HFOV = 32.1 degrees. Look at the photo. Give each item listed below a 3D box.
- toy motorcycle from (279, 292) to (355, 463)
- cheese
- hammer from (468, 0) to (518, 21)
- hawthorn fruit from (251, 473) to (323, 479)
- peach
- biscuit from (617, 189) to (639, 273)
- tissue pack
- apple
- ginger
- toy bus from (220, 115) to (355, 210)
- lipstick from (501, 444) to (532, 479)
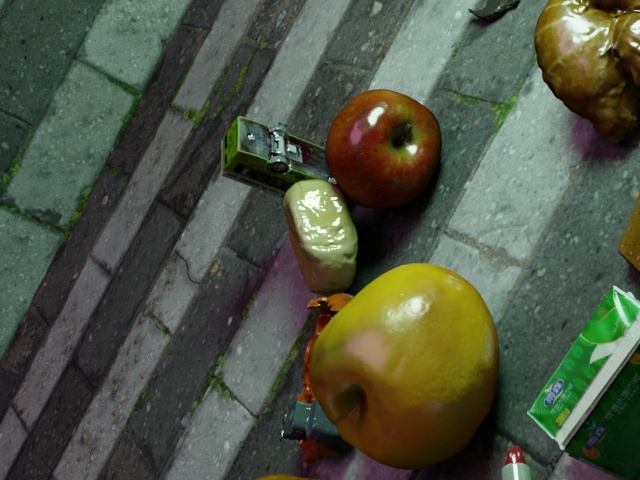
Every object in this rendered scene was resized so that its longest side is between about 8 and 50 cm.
[{"bbox_3d":[0.023,0.227,1.996,0.221,0.147,0.326,124,159,-56],"label":"toy motorcycle"},{"bbox_3d":[0.000,0.000,2.150,0.214,0.117,0.226,96,161,-63],"label":"cheese"},{"bbox_3d":[0.355,-0.561,2.212,0.125,0.027,0.297,-18,52,43],"label":"hammer"},{"bbox_3d":[-0.039,0.556,1.578,0.471,0.471,0.472,-36,40,37],"label":"hawthorn fruit"},{"bbox_3d":[0.147,0.184,1.722,0.308,0.289,0.289,-34,15,-34],"label":"peach"},{"bbox_3d":[0.520,-0.023,1.543,0.215,0.034,0.182,12,77,56],"label":"biscuit"},{"bbox_3d":[0.386,0.180,1.473,0.209,0.148,0.156,-57,32,10],"label":"tissue pack"},{"bbox_3d":[0.108,-0.170,2.093,0.230,0.230,0.230,-36,40,37],"label":"apple"},{"bbox_3d":[0.469,-0.336,1.733,0.274,0.152,0.358,22,96,43],"label":"ginger"},{"bbox_3d":[-0.061,-0.140,2.239,0.139,0.301,0.113,-42,40,41],"label":"toy bus"},{"bbox_3d":[0.280,0.371,1.574,0.057,0.063,0.186,-37,32,33],"label":"lipstick"}]
